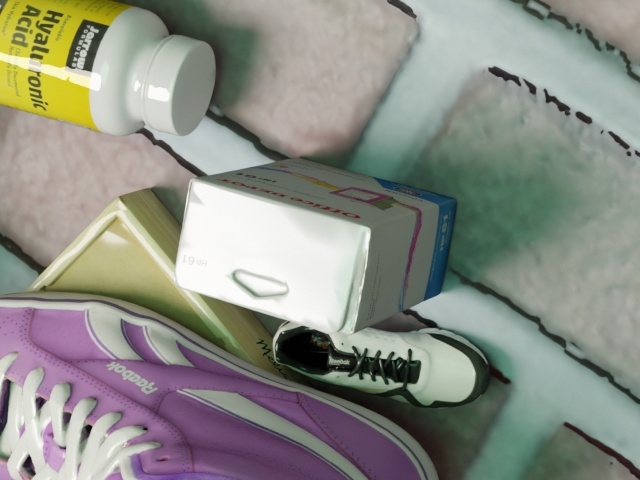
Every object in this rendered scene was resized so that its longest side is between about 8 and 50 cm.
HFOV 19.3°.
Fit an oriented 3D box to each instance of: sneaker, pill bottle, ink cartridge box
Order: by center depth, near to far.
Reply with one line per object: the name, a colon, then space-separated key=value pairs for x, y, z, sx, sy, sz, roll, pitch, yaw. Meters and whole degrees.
sneaker: x=-0.099 y=0.095 z=0.850 sx=0.282 sy=0.161 sz=0.102 roll=12 pitch=103 yaw=22
ink cartridge box: x=0.000 y=0.000 z=0.855 sx=0.089 sy=0.122 sz=0.052 roll=15 pitch=103 yaw=19
sneaker: x=0.027 y=0.060 z=0.897 sx=0.109 sy=0.044 sz=0.040 roll=9 pitch=99 yaw=19
pill bottle: x=-0.113 y=-0.088 z=0.920 sx=0.116 sy=0.065 sz=0.065 roll=16 pitch=103 yaw=19

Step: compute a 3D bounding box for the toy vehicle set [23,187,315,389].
toy vehicle set: x=-0.065 y=0.128 z=0.947 sx=0.166 sy=0.035 sz=0.267 roll=-43 pitch=81 yaw=22
